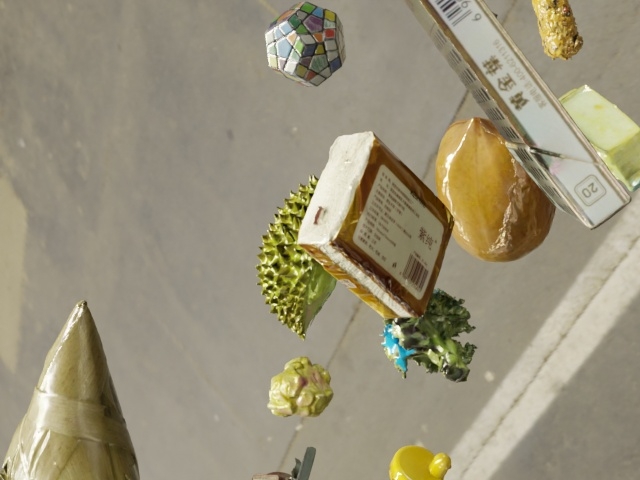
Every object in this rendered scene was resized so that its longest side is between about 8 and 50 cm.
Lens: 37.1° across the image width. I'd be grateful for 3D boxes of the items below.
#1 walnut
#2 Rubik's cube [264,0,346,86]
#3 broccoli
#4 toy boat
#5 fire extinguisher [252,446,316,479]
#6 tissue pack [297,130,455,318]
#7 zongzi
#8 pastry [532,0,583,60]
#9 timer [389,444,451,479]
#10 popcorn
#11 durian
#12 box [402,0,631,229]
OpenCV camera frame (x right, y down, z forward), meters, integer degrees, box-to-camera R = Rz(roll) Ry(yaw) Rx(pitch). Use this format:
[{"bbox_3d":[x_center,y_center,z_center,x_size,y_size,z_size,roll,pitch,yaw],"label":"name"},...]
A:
[{"bbox_3d":[0.286,-0.092,1.537,0.203,0.203,0.298,33,159,37],"label":"walnut"},{"bbox_3d":[-0.018,-0.248,1.204,0.093,0.111,0.111,-2,112,13],"label":"Rubik's cube"},{"bbox_3d":[0.173,0.154,1.454,0.160,0.154,0.167,-116,23,-53],"label":"broccoli"},{"bbox_3d":[0.572,-0.222,1.941,0.276,0.111,0.084,55,179,35],"label":"toy boat"},{"bbox_3d":[-0.081,0.382,1.297,0.105,0.104,0.269,52,132,18],"label":"fire extinguisher"},{"bbox_3d":[0.084,-0.018,1.325,0.092,0.183,0.226,-4,147,44],"label":"tissue pack"},{"bbox_3d":[-0.143,0.161,0.656,0.189,0.081,0.178,44,124,30],"label":"zongzi"},{"bbox_3d":[0.361,-0.342,1.464,0.080,0.056,0.140,-107,-9,-70],"label":"pastry"},{"bbox_3d":[0.188,0.437,1.818,0.107,0.107,0.109,44,132,27],"label":"timer"},{"bbox_3d":[-0.032,0.240,1.501,0.097,0.109,0.089,38,115,25],"label":"popcorn"},{"bbox_3d":[0.000,0.000,1.796,0.158,0.352,0.169,19,160,42],"label":"durian"},{"bbox_3d":[0.142,-0.158,0.834,0.325,0.047,0.180,53,-172,-3],"label":"box"}]
